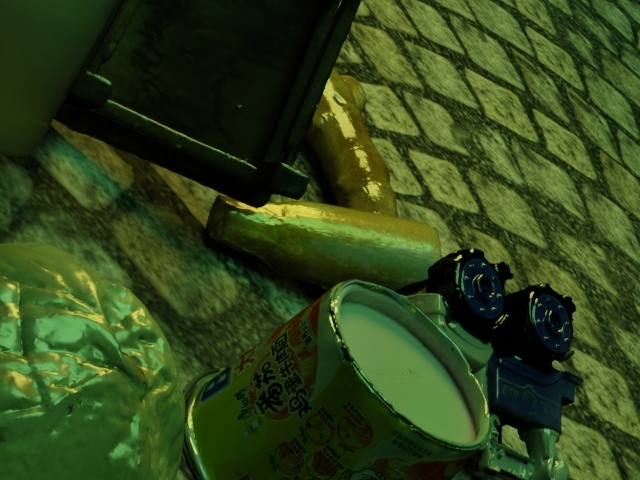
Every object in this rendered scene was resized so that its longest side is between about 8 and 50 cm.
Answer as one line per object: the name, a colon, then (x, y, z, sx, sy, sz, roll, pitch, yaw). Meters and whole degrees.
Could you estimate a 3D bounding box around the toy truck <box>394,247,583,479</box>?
toy truck: (0.117, 0.124, 1.507, 0.213, 0.161, 0.177, 25, 55, -37)

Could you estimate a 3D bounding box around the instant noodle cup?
instant noodle cup: (0.021, 0.132, 1.307, 0.205, 0.153, 0.205, 37, 24, -20)

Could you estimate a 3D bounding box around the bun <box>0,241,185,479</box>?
bun: (-0.166, 0.095, 1.089, 0.220, 0.134, 0.220, 40, 24, -22)

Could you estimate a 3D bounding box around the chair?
chair: (-0.100, -0.162, 1.487, 0.203, 0.241, 0.416, 23, -8, -12)

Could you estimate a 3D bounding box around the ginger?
ginger: (0.024, -0.079, 1.744, 0.118, 0.065, 0.299, 20, 37, -33)

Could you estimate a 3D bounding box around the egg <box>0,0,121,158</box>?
egg: (-0.281, -0.277, 1.245, 0.339, 0.354, 0.354, 27, 28, -13)

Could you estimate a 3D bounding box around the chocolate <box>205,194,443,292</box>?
chocolate: (0.000, 0.000, 1.555, 0.219, 0.086, 0.086, 15, 37, -28)
